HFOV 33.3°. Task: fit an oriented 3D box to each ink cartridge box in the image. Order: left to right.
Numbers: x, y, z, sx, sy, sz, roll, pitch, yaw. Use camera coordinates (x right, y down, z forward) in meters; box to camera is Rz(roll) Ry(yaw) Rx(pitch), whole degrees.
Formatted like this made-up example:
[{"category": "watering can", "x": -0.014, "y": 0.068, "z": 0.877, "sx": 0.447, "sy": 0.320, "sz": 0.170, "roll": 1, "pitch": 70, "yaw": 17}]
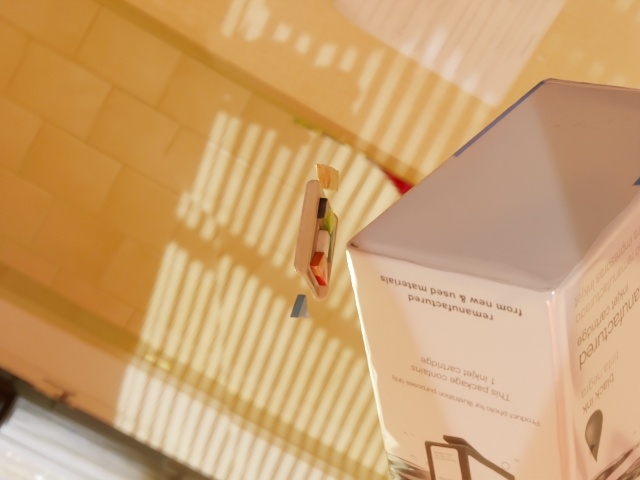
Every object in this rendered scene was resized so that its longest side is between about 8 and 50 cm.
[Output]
[{"category": "ink cartridge box", "x": 0.099, "y": 0.059, "z": 0.432, "sx": 0.148, "sy": 0.086, "sz": 0.203, "roll": -40, "pitch": 130, "yaw": -39}]

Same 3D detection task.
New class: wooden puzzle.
[{"category": "wooden puzzle", "x": 0.000, "y": 0.000, "z": 0.735, "sx": 0.078, "sy": 0.014, "sz": 0.116, "roll": 41, "pitch": 55, "yaw": -72}]
